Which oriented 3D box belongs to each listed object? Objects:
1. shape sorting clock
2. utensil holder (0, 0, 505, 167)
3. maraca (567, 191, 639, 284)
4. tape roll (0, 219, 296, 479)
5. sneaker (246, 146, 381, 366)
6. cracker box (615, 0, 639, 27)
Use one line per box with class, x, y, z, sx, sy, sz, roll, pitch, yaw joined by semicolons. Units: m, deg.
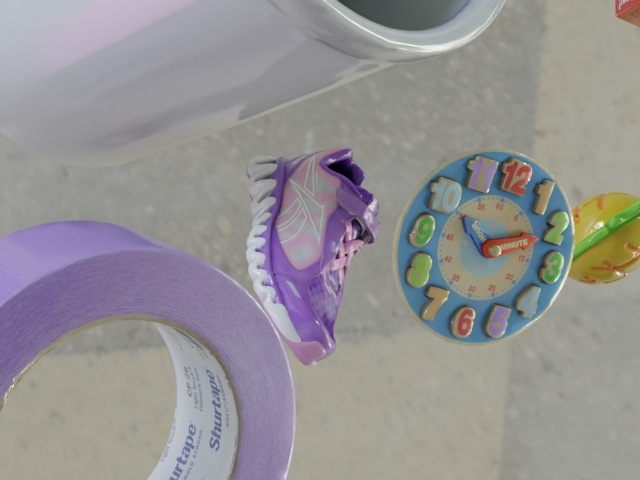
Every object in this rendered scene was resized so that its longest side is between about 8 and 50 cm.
shape sorting clock;0.168;0.008;1.644;0.206;0.040;0.206;-3;99;-22
utensil holder;-0.092;-0.250;1.273;0.328;0.385;0.327;16;67;-43
maraca;0.338;-0.011;1.859;0.127;0.185;0.099;-29;78;-32
tape roll;-0.153;0.129;1.064;0.275;0.090;0.274;-10;108;-32
sneaker;0.000;0.000;1.334;0.105;0.236;0.095;-18;130;11
cracker box;0.339;-0.321;1.464;0.067;0.156;0.232;17;62;-30
